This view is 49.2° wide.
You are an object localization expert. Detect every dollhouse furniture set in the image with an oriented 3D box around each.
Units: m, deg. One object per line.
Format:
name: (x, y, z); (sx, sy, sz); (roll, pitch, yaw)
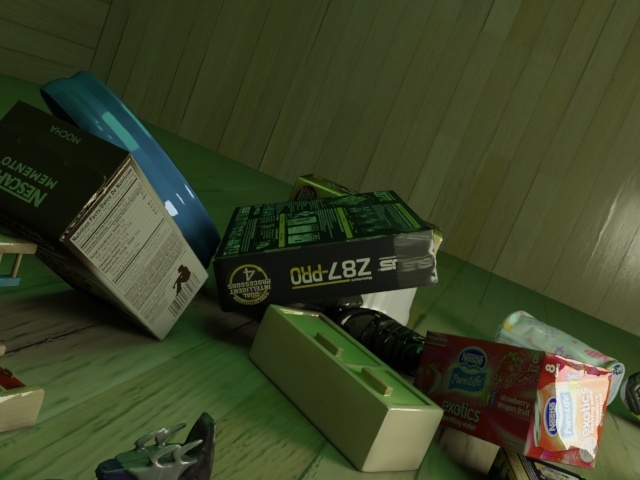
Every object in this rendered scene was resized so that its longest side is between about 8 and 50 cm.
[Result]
dollhouse furniture set: (-0.313, 0.071, 0.654); (0.183, 0.129, 0.129); (26, 10, 26)

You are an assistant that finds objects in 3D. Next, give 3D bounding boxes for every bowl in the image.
bowl: (-0.304, -0.107, 1.155); (0.391, 0.077, 0.391); (46, -15, 16)

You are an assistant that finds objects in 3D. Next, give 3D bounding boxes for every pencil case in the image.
pencil case: (0.506, 0.255, 1.501); (0.124, 0.113, 0.273); (-10, 28, -35)

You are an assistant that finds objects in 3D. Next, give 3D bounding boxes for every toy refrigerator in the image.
toy refrigerator: (0.024, 0.180, 0.910); (0.102, 0.094, 0.269); (14, 13, -39)

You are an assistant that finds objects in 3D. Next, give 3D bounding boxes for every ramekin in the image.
ramekin: (0.085, 0.068, 1.523); (0.277, 0.135, 0.277); (21, 10, -4)

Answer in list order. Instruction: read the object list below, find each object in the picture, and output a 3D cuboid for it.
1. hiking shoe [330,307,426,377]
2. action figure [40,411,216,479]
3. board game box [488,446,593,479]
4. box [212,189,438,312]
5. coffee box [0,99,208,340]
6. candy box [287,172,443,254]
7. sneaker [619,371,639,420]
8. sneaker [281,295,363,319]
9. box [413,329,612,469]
hiking shoe: (0.125, 0.169, 1.151); (0.227, 0.086, 0.114); (21, -7, -11)
action figure: (-0.186, 0.183, 0.438); (0.285, 0.099, 0.185); (7, 26, -43)
board game box: (0.287, 0.325, 0.835); (0.141, 0.048, 0.170); (20, 9, 1)
box: (0.000, 0.000, 1.173); (0.318, 0.097, 0.395); (-9, 13, -1)
coffee box: (-0.270, -0.010, 0.841); (0.168, 0.119, 0.297); (25, -21, 21)
candy box: (0.097, -0.041, 1.473); (0.316, 0.087, 0.183); (24, 10, 6)
sneaker: (0.796, 0.381, 1.484); (0.384, 0.145, 0.147); (21, -14, -8)
sneaker: (-0.015, 0.091, 1.227); (0.106, 0.101, 0.267); (58, 13, 16)
box: (0.244, 0.206, 0.946); (0.122, 0.128, 0.257); (18, -8, -24)
